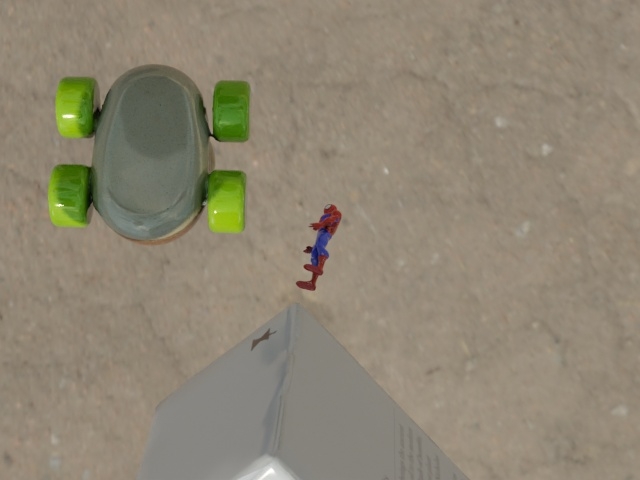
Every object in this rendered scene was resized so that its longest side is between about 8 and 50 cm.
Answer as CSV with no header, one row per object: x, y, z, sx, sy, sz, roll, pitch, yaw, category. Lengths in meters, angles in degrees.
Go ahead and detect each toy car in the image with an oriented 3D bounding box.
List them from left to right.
-0.136,-0.054,1.139,0.155,0.148,0.188,2,166,0,toy car

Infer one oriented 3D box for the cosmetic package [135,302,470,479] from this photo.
0.065,0.292,1.028,0.161,0.230,0.453,-37,107,17,cosmetic package

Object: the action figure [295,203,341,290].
0.000,0.000,1.291,0.030,0.115,0.038,20,129,2,action figure
